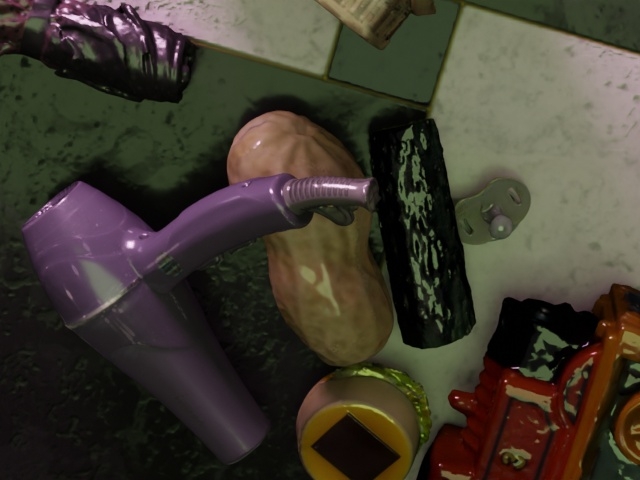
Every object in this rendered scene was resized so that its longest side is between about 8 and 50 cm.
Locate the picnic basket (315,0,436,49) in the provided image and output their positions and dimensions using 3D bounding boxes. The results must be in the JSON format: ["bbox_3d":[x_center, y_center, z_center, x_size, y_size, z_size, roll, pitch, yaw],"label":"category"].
[{"bbox_3d":[-0.004,-0.325,1.122,0.313,0.228,0.175,38,104,-9],"label":"picnic basket"}]

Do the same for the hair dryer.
[{"bbox_3d":[-0.076,0.037,1.207,0.361,0.121,0.301,-28,106,39],"label":"hair dryer"}]

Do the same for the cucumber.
[{"bbox_3d":[0.087,-0.006,1.279,0.078,0.062,0.211,-2,111,35],"label":"cucumber"}]

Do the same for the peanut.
[{"bbox_3d":[0.000,0.000,1.265,0.123,0.123,0.257,-21,104,5],"label":"peanut"}]

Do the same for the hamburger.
[{"bbox_3d":[0.042,0.183,1.335,0.126,0.081,0.141,25,116,-4],"label":"hamburger"}]

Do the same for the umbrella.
[{"bbox_3d":[-0.270,-0.202,1.222,0.326,0.090,0.094,19,126,-6],"label":"umbrella"}]

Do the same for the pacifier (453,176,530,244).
[{"bbox_3d":[0.166,-0.019,1.289,0.083,0.064,0.068,-31,121,8],"label":"pacifier"}]

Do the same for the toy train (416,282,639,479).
[{"bbox_3d":[0.219,0.215,1.309,0.231,0.163,0.369,16,105,4],"label":"toy train"}]
